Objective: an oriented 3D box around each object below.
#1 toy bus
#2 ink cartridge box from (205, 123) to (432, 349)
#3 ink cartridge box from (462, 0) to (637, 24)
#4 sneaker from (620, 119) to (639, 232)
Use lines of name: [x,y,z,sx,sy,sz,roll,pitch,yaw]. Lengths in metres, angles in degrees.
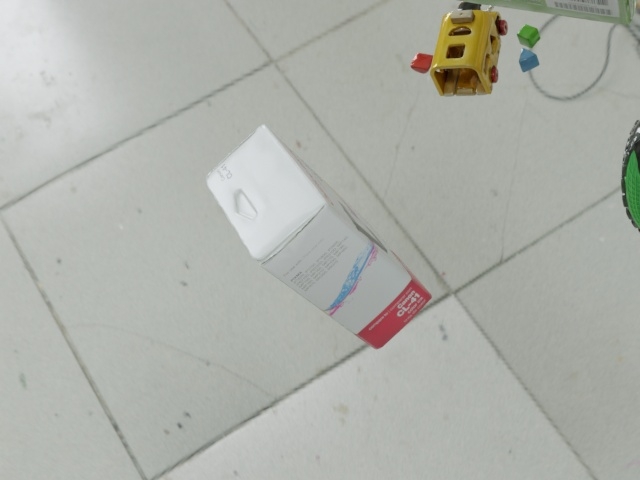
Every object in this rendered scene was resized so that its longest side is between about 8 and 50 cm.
toy bus: [0.246,-0.339,1.562,0.191,0.104,0.202,-38,53,1]
ink cartridge box: [0.000,0.000,1.391,0.131,0.306,0.226,-42,46,6]
ink cartridge box: [0.237,-0.356,0.902,0.189,0.097,0.255,15,87,22]
sneaker: [0.530,-0.046,1.276,0.343,0.146,0.134,42,58,-25]
